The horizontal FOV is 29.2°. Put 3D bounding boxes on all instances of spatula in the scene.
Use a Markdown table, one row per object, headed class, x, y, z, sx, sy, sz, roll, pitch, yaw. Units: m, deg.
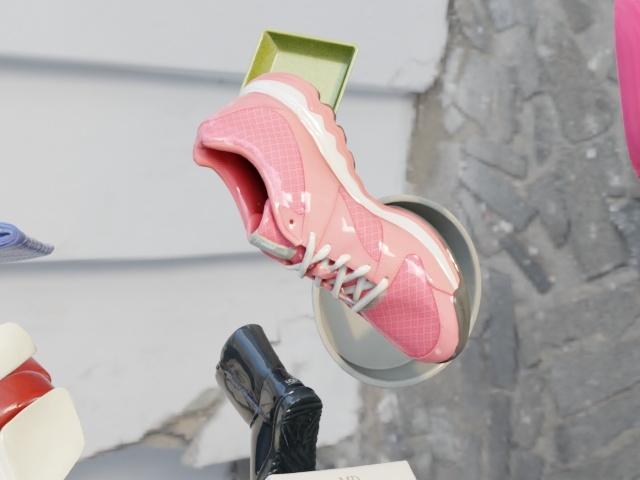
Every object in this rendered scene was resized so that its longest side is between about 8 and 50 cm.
| class | x | y | z | sx | sy | sz | roll | pitch | yaw |
| --- | --- | --- | --- | --- | --- | --- | --- | --- | --- |
| spatula | -0.214 | 0.099 | 0.672 | 0.019 | 0.242 | 0.168 | -12 | 105 | 21 |

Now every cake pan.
| class | x | y | z | sx | sy | sz | roll | pitch | yaw |
| --- | --- | --- | --- | --- | --- | --- | --- | --- | --- |
| cake pan | 0.109 | 0.076 | 1.865 | 0.054 | 0.293 | 0.293 | 9 | 99 | 63 |

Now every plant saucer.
| class | x | y | z | sx | sy | sz | roll | pitch | yaw |
| --- | --- | --- | --- | --- | --- | --- | --- | --- | --- |
| plant saucer | -0.039 | -0.247 | 2.043 | 0.188 | 0.045 | 0.188 | 15 | 80 | 26 |

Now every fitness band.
| class | x | y | z | sx | sy | sz | roll | pitch | yaw |
| --- | --- | --- | --- | --- | --- | --- | --- | --- | --- |
| fitness band | 0.383 | -0.199 | 1.354 | 0.054 | 0.209 | 0.291 | 2 | 117 | 32 |

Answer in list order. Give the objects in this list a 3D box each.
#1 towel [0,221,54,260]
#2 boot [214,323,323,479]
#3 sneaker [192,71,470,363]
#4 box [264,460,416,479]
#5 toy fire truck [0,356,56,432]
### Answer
| class | x | y | z | sx | sy | sz | roll | pitch | yaw |
| --- | --- | --- | --- | --- | --- | --- | --- | --- | --- |
| towel | -0.446 | 0.009 | 1.421 | 0.336 | 0.243 | 0.040 | 153 | 111 | -83 |
| boot | -0.089 | 0.273 | 1.860 | 0.207 | 0.094 | 0.247 | 44 | 130 | 48 |
| sneaker | -0.001 | 0.000 | 1.098 | 0.314 | 0.136 | 0.116 | 50 | 137 | 7 |
| box | -0.003 | 0.312 | 1.172 | 0.182 | 0.181 | 0.119 | -52 | 52 | 34 |
| toy fire truck | -0.384 | 0.179 | 1.067 | 0.169 | 0.302 | 0.254 | 42 | 105 | 24 |
